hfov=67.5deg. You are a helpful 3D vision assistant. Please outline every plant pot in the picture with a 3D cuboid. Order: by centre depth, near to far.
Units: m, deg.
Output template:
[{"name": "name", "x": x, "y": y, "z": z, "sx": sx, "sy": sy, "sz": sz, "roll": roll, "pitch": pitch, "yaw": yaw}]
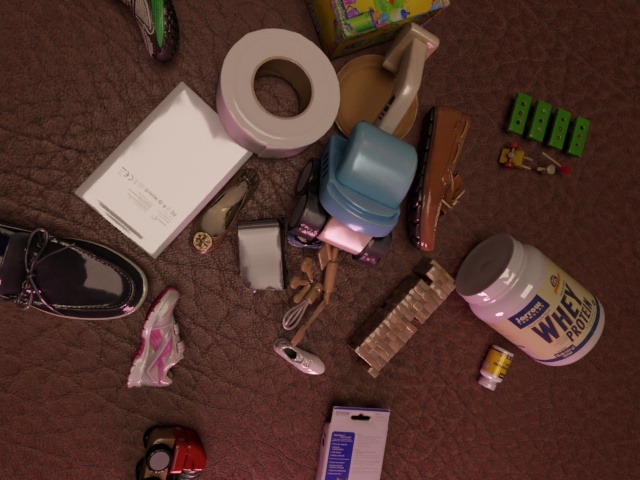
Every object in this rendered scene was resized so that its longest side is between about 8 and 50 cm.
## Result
[{"name": "plant pot", "x": 0.137, "y": -0.357, "z": 1.243, "sx": 0.236, "sy": 0.032, "sz": 0.236, "roll": -1, "pitch": 93, "yaw": -13}]

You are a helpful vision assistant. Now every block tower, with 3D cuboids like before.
[{"name": "block tower", "x": 0.210, "y": 0.196, "z": 1.264, "sx": 0.097, "sy": 0.091, "sz": 0.335, "roll": 44, "pitch": 83, "yaw": -11}]

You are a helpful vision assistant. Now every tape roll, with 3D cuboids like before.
[{"name": "tape roll", "x": -0.101, "y": -0.341, "z": 1.131, "sx": 0.286, "sy": 0.100, "sz": 0.286, "roll": 2, "pitch": 85, "yaw": -21}]

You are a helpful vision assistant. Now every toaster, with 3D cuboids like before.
[{"name": "toaster", "x": -0.138, "y": 0.024, "z": 1.133, "sx": 0.110, "sy": 0.168, "sz": 0.185, "roll": -4, "pitch": 95, "yaw": -11}]

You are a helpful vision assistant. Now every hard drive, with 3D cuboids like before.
[{"name": "hard drive", "x": -0.359, "y": -0.165, "z": 1.133, "sx": 0.233, "sy": 0.047, "sz": 0.353, "roll": 43, "pitch": 84, "yaw": -12}]

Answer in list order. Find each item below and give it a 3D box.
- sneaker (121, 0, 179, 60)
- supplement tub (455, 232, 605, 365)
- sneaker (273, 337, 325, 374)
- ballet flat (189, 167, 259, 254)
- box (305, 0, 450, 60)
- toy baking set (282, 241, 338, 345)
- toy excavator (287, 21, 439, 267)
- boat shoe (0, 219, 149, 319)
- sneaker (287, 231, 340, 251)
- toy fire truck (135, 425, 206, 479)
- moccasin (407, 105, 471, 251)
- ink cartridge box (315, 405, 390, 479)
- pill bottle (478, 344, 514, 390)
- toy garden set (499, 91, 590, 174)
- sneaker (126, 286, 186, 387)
[{"name": "sneaker", "x": -0.417, "y": -0.559, "z": 1.067, "sx": 0.146, "sy": 0.134, "sz": 0.343, "roll": -21, "pitch": 89, "yaw": -4}, {"name": "supplement tub", "x": 0.544, "y": 0.153, "z": 1.264, "sx": 0.325, "sy": 0.235, "sz": 0.235, "roll": 36, "pitch": 85, "yaw": -13}, {"name": "sneaker", "x": -0.052, "y": 0.305, "z": 1.226, "sx": 0.152, "sy": 0.061, "sz": 0.053, "roll": 32, "pitch": 84, "yaw": -14}, {"name": "ballet flat", "x": -0.232, "y": -0.072, "z": 1.162, "sx": 0.084, "sy": 0.058, "sz": 0.250, "roll": 39, "pitch": 85, "yaw": -12}, {"name": "box", "x": 0.109, "y": -0.633, "z": 1.145, "sx": 0.279, "sy": 0.177, "sz": 0.290, "roll": -21, "pitch": 97, "yaw": -11}, {"name": "toy baking set", "x": -0.024, "y": 0.123, "z": 1.172, "sx": 0.197, "sy": 0.030, "sz": 0.256, "roll": -23, "pitch": 128, "yaw": -50}, {"name": "toy excavator", "x": 0.136, "y": -0.228, "z": 1.102, "sx": 0.222, "sy": 0.433, "sz": 0.445, "roll": 25, "pitch": 127, "yaw": -17}, {"name": "boat shoe", "x": -0.629, "y": 0.057, "z": 1.031, "sx": 0.500, "sy": 0.156, "sz": 0.186, "roll": 21, "pitch": 87, "yaw": -15}, {"name": "sneaker", "x": 0.000, "y": 0.000, "z": 1.212, "sx": 0.162, "sy": 0.073, "sz": 0.063, "roll": 2, "pitch": 93, "yaw": -14}, {"name": "toy fire truck", "x": -0.309, "y": 0.580, "z": 1.149, "sx": 0.246, "sy": 0.158, "sz": 0.217, "roll": 14, "pitch": 90, "yaw": -25}, {"name": "moccasin", "x": 0.317, "y": -0.155, "z": 1.253, "sx": 0.147, "sy": 0.139, "sz": 0.380, "roll": 12, "pitch": 81, "yaw": -5}, {"name": "ink cartridge box", "x": 0.078, "y": 0.593, "z": 1.272, "sx": 0.165, "sy": 0.065, "sz": 0.332, "roll": 9, "pitch": 93, "yaw": -13}, {"name": "pill bottle", "x": 0.492, "y": 0.359, "z": 1.352, "sx": 0.065, "sy": 0.065, "sz": 0.116, "roll": 26, "pitch": 88, "yaw": -13}, {"name": "toy garden set", "x": 0.623, "y": -0.277, "z": 1.354, "sx": 0.244, "sy": 0.049, "sz": 0.203, "roll": 16, "pitch": 88, "yaw": -14}, {"name": "sneaker", "x": -0.370, "y": 0.233, "z": 1.135, "sx": 0.111, "sy": 0.103, "sz": 0.252, "roll": 17, "pitch": 96, "yaw": -17}]
